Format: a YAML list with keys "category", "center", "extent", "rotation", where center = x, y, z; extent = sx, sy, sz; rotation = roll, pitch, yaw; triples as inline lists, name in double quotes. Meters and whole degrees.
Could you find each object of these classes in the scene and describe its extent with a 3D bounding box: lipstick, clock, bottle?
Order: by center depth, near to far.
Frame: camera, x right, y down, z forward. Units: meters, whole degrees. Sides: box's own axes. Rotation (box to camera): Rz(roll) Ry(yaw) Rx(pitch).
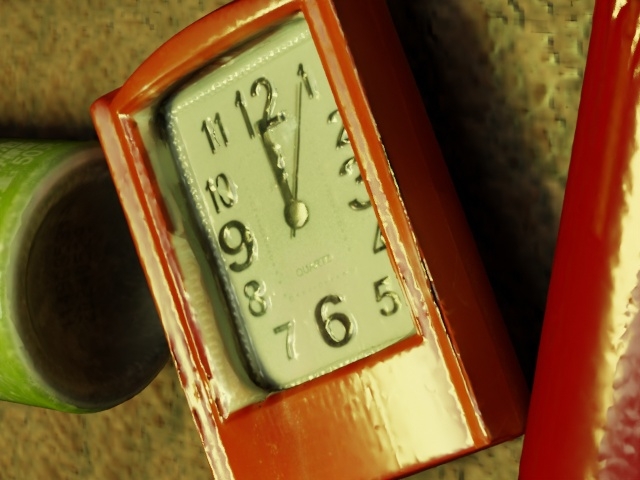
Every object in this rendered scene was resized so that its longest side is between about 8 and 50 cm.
- category: "lipstick"
  center: [0.088, 0.065, 0.495]
  extent: [0.073, 0.073, 0.279]
  rotation: [21, 112, 34]
- category: "clock"
  center: [0.000, 0.000, 0.562]
  extent: [0.113, 0.061, 0.155]
  rotation: [-26, 82, 41]
- category: "bottle"
  center: [-0.198, 0.002, 0.703]
  extent: [0.330, 0.093, 0.093]
  rotation: [4, 105, 39]
